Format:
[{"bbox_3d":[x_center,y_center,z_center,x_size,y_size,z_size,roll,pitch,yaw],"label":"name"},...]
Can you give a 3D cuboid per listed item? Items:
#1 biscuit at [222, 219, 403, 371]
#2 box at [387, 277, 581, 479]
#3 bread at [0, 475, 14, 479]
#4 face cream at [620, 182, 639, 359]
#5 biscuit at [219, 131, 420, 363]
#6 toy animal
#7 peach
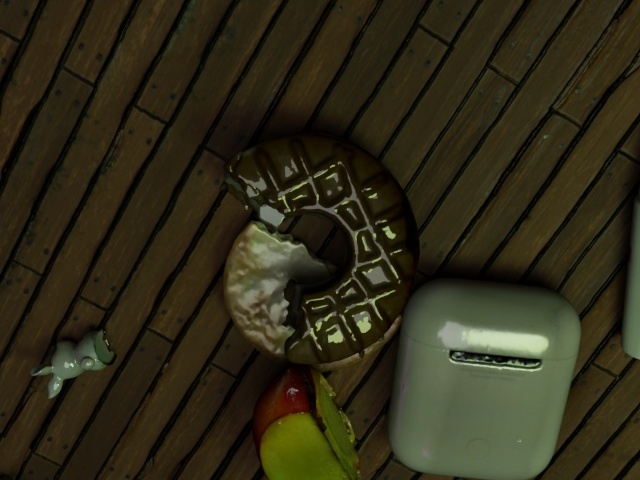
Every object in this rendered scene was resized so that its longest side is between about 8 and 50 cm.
[{"bbox_3d":[-0.035,0.112,1.451,0.308,0.040,0.205,32,107,-9],"label":"biscuit"},{"bbox_3d":[0.264,0.234,1.435,0.288,0.141,0.349,6,110,0],"label":"box"},{"bbox_3d":[-0.584,0.529,1.585,0.132,0.103,0.172,-21,105,2],"label":"bread"},{"bbox_3d":[0.538,0.019,1.371,0.101,0.102,0.346,0,110,2],"label":"face cream"},{"bbox_3d":[0.020,0.002,1.344,0.268,0.115,0.366,-22,100,-3],"label":"biscuit"},{"bbox_3d":[-0.417,0.206,1.481,0.124,0.085,0.071,-17,126,13],"label":"toy animal"},{"bbox_3d":[-0.040,0.317,1.461,0.153,0.159,0.267,-22,119,10],"label":"peach"}]
